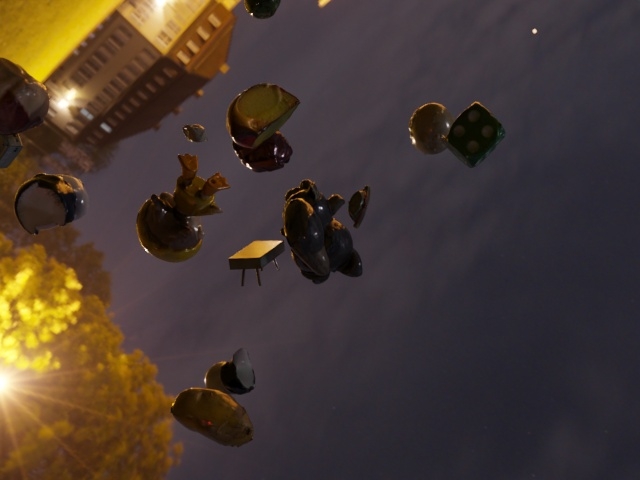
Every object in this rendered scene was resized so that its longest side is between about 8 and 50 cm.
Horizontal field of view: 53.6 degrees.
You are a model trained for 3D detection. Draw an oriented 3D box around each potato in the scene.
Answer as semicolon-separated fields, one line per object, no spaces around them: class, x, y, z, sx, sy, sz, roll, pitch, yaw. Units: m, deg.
potato;-0.363;0.607;2.188;0.173;0.300;0.140;-59;-172;12

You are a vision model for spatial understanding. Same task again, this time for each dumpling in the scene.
dumpling;-0.356;-0.305;1.794;0.057;0.076;0.052;25;-67;27

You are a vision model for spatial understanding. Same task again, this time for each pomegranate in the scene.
pomegranate;-0.243;-0.945;2.474;0.143;0.169;0.122;-28;-151;47

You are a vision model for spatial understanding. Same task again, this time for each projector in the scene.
projector;-1.068;-0.325;2.121;0.147;0.061;0.115;-33;-106;35

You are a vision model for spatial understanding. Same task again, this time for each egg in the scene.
egg;0.390;-0.389;2.201;0.164;0.201;0.164;-4;-121;7

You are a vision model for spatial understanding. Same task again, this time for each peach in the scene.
peach;-0.212;-0.380;1.985;0.267;0.158;0.154;-48;176;-32

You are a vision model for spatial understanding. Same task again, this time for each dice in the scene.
dice;0.395;-0.269;1.633;0.128;0.120;0.131;-45;172;6

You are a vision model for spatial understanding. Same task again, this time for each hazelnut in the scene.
hazelnut;-0.994;-0.443;1.968;0.241;0.261;0.261;-37;-155;50

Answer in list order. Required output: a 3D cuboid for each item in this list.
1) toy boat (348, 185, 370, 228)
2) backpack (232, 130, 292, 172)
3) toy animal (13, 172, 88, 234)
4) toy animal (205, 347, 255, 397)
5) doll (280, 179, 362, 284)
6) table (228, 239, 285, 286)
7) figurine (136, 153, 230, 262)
toy boat;0.158;-0.145;2.600;0.089;0.071;0.185;13;-97;35
backpack;-0.225;-0.342;2.340;0.229;0.229;0.139;-18;-149;44
toy animal;-1.075;-0.164;2.562;0.251;0.251;0.310;-44;-164;7
toy animal;-0.346;0.514;2.398;0.179;0.138;0.166;-23;-130;17
doll;-0.032;0.013;2.161;0.252;0.383;0.379;-19;-164;27
table;-0.220;0.082;2.271;0.121;0.111;0.240;-2;-166;18
figurine;-0.411;-0.087;1.852;0.187;0.215;0.344;-30;161;-52
